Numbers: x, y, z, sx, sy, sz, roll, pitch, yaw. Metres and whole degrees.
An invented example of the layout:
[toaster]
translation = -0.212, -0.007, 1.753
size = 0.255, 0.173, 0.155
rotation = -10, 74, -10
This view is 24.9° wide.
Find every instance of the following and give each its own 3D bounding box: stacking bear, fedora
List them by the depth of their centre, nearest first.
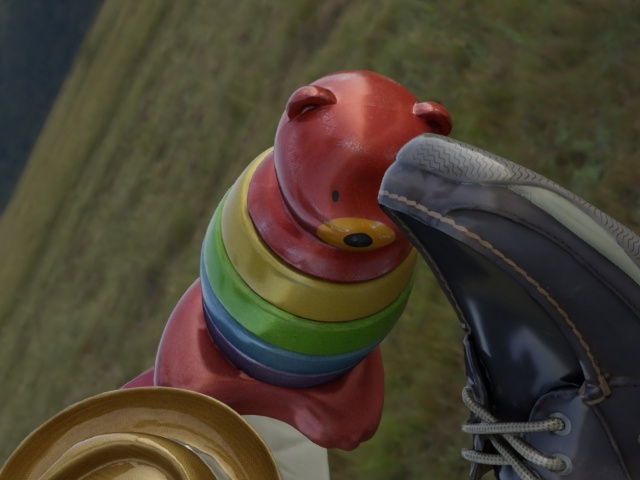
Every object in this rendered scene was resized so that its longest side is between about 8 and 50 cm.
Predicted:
[fedora]
translation = -0.118, 0.164, 0.833
size = 0.079, 0.194, 0.194
rotation = 62, -131, -66
[stacking bear]
translation = 0.000, 0.000, 1.005
size = 0.289, 0.175, 0.164
rotation = 114, 165, -52

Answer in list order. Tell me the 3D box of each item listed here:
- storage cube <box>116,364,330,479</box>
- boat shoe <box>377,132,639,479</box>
[storage cube]
translation = -0.115, 0.239, 1.303
size = 0.193, 0.183, 0.215
rotation = -34, 33, 19
[boat shoe]
translation = 0.144, 0.091, 0.745
size = 0.130, 0.355, 0.132
rotation = -51, 27, -9
